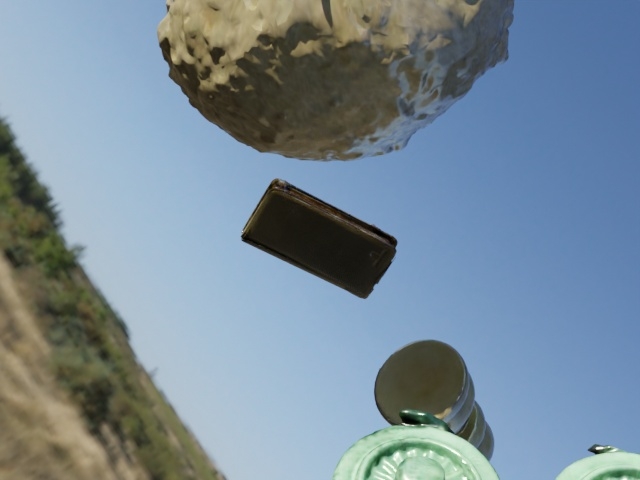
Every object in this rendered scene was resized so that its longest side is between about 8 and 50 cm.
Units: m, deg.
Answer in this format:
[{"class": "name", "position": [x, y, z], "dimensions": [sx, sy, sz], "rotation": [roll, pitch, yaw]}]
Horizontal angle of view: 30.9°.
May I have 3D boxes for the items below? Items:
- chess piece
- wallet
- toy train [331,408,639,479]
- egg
[{"class": "chess piece", "position": [0.120, 0.179, 1.139], "dimensions": [0.094, 0.094, 0.170], "rotation": [47, -8, 41]}, {"class": "wallet", "position": [0.000, 0.000, 1.585], "dimensions": [0.198, 0.110, 0.031], "rotation": [27, 31, -10]}, {"class": "toy train", "position": [0.100, 0.227, 0.601], "dimensions": [0.238, 0.299, 0.167], "rotation": [-78, 170, -49]}, {"class": "egg", "position": [0.011, -0.193, 1.000], "dimensions": [0.279, 0.310, 0.279], "rotation": [-3, 90, -77]}]
